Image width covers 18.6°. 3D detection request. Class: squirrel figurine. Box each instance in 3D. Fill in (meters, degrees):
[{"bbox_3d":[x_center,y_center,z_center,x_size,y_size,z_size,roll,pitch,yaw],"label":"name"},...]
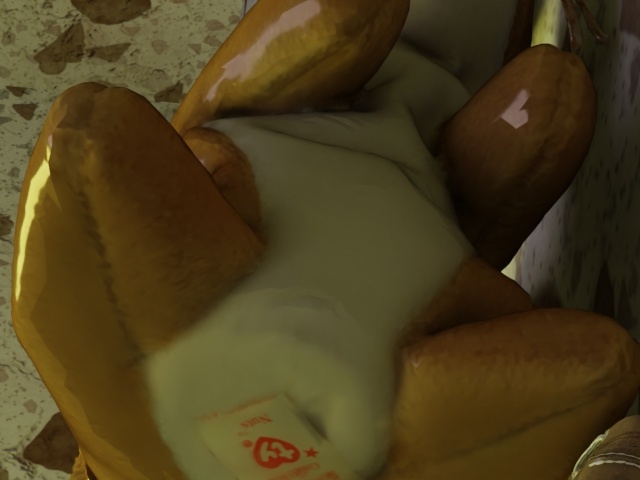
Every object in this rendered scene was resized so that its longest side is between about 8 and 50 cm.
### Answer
[{"bbox_3d":[0.000,0.000,1.051,0.370,0.281,0.397,-75,5,-48],"label":"squirrel figurine"}]

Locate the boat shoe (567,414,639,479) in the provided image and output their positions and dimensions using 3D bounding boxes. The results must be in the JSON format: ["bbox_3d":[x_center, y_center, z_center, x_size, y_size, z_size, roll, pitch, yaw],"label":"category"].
[{"bbox_3d":[0.129,0.136,0.853,0.183,0.066,0.066,98,-166,-60],"label":"boat shoe"}]
